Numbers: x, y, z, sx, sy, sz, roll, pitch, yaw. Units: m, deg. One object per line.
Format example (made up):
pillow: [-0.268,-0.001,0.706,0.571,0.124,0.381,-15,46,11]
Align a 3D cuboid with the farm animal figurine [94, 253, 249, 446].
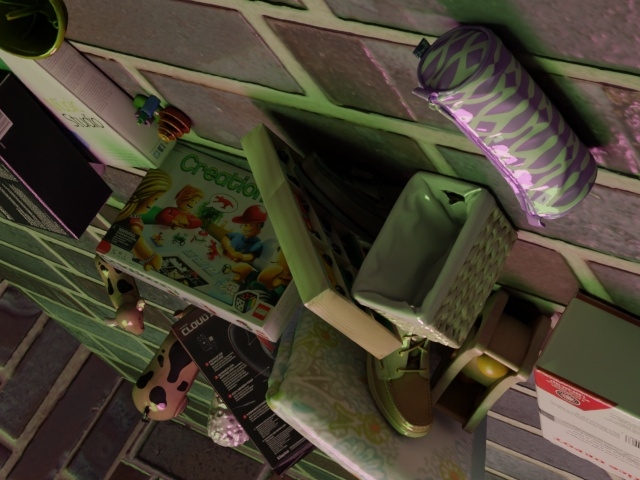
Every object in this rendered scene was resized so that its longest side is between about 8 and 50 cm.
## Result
farm animal figurine: [-0.242,0.156,2.523,0.330,0.327,0.172,13,175,3]

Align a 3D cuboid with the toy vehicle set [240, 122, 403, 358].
toy vehicle set: [0.000,0.000,1.769,0.166,0.035,0.267,38,-157,-48]

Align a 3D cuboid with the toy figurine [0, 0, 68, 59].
toy figurine: [-0.386,-0.329,1.745,0.362,0.191,0.217,19,-169,20]

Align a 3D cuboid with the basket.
basket: [0.132,0.024,1.679,0.113,0.167,0.103,18,165,43]

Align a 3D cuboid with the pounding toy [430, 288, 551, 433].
pounding toy: [0.176,0.145,1.956,0.155,0.154,0.269,30,164,-2]

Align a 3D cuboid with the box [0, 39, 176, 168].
box: [-0.377,-0.219,2.105,0.322,0.058,0.232,43,161,-29]

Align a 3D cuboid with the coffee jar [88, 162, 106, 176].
coffee jar: [-0.422,-0.157,2.339,0.184,0.079,0.096,27,162,16]

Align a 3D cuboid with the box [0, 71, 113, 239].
box: [-0.452,-0.130,2.189,0.184,0.103,0.261,11,149,42]

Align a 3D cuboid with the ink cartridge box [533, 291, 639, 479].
ink cartridge box: [0.371,0.195,1.818,0.197,0.114,0.273,26,162,19]

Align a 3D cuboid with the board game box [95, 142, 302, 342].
board game box: [-0.136,-0.004,2.044,0.305,0.193,0.053,22,162,31]

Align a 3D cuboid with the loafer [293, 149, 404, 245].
loafer: [0.091,-0.028,1.791,0.267,0.084,0.096,40,-166,-12]

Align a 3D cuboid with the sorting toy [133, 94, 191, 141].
sorting toy: [-0.221,-0.160,2.013,0.102,0.042,0.061,21,161,37]

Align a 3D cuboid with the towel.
towel: [0.084,0.200,2.046,0.320,0.090,0.374,36,-152,-13]

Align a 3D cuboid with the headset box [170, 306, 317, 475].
headset box: [-0.065,0.164,2.232,0.293,0.218,0.110,52,174,14]

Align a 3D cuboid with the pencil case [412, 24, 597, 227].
pencil case: [0.168,-0.104,1.356,0.206,0.088,0.086,42,164,-33]

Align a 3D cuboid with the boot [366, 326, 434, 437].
boot: [0.122,0.124,1.897,0.077,0.213,0.165,1,150,-28]
